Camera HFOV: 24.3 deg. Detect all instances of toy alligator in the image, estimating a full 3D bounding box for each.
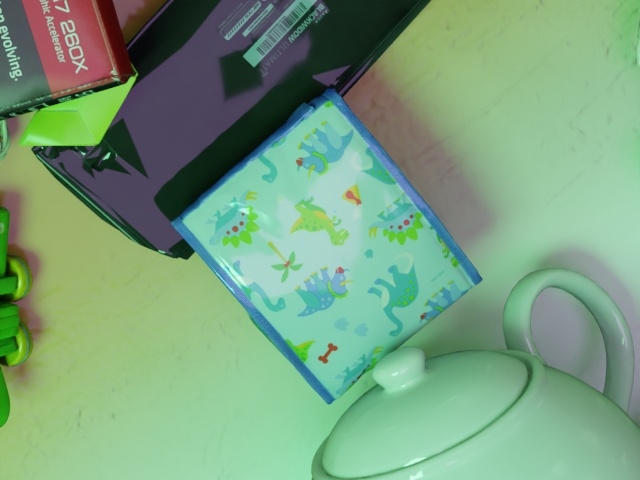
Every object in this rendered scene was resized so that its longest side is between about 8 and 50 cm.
[{"bbox_3d":[-0.209,0.018,0.886,0.051,0.056,0.189,4,98,29],"label":"toy alligator"}]

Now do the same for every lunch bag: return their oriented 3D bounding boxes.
[{"bbox_3d":[0.000,0.000,0.909,0.129,0.096,0.151,-41,120,-2],"label":"lunch bag"}]

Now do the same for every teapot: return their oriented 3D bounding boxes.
[{"bbox_3d":[0.088,0.146,0.903,0.253,0.256,0.187,-23,101,10],"label":"teapot"}]

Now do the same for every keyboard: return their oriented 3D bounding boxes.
[{"bbox_3d":[-0.054,-0.156,0.891,0.317,0.033,0.201,-47,112,-1],"label":"keyboard"}]

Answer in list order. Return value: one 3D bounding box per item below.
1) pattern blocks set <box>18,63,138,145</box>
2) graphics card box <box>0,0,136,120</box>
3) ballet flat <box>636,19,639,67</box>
[{"bbox_3d":[-0.237,-0.143,0.825,0.285,0.026,0.325,36,91,-8],"label":"pattern blocks set"},{"bbox_3d":[-0.305,-0.140,0.759,0.371,0.094,0.232,-16,98,-3],"label":"graphics card box"},{"bbox_3d":[0.263,-0.092,0.959,0.123,0.123,0.348,-11,107,-12],"label":"ballet flat"}]
